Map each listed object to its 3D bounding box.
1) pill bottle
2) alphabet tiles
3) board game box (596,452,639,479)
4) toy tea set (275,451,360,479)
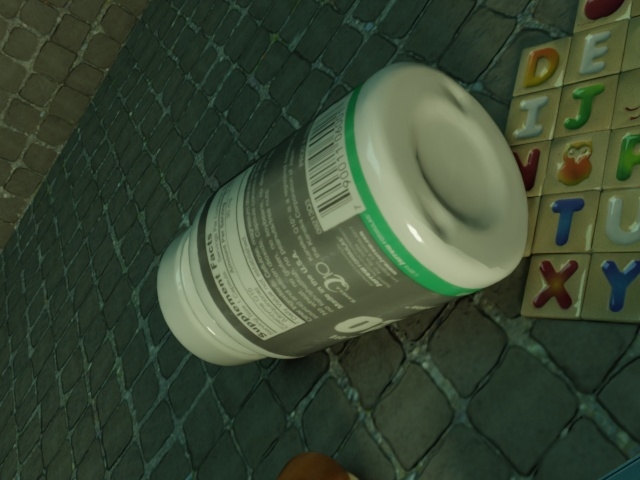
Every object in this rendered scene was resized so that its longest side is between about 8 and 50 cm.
[{"bbox_3d":[0.000,0.000,0.694,0.361,0.204,0.204,-28,48,43],"label":"pill bottle"},{"bbox_3d":[0.272,-0.097,0.587,0.285,0.011,0.343,-3,66,51],"label":"alphabet tiles"},{"bbox_3d":[0.227,0.284,0.349,0.254,0.079,0.336,-44,40,25],"label":"board game box"},{"bbox_3d":[-0.090,0.322,0.699,0.336,0.124,0.200,-23,85,19],"label":"toy tea set"}]
